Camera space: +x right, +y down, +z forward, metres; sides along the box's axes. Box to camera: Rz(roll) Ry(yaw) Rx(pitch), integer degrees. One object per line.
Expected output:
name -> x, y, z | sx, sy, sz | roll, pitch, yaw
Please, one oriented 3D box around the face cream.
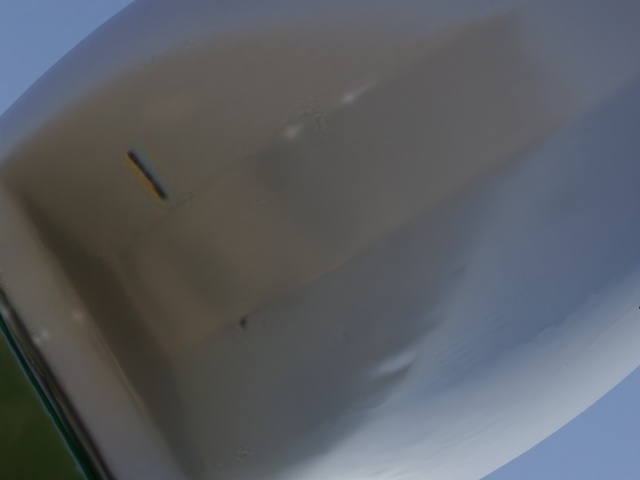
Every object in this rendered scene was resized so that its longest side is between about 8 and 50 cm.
face cream -> 0.000, 0.000, 0.717 | 0.219, 0.357, 0.312 | 58, -13, 4
